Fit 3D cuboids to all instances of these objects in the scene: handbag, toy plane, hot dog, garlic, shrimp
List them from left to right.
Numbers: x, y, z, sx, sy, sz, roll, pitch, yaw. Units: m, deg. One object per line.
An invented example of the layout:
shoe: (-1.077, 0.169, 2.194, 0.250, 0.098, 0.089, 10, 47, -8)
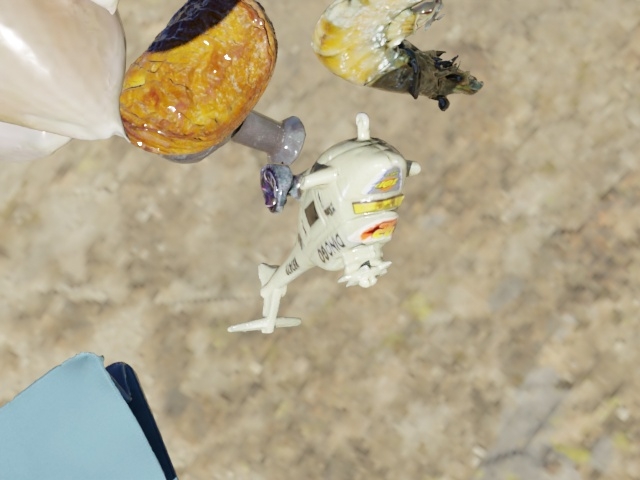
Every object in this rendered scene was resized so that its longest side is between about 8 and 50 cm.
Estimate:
garlic: (-0.195, -0.177, 0.960, 0.279, 0.132, 0.325, 131, 134, -58)
handbag: (-0.221, 0.201, 1.349, 0.221, 0.057, 0.144, -35, 68, 11)
hot dog: (-0.097, -0.125, 1.283, 0.099, 0.065, 0.147, 29, 71, 28)
toy plane: (0.000, 0.000, 1.244, 0.286, 0.092, 0.108, -40, 62, 62)
shrimp: (0.090, -0.166, 1.375, 0.150, 0.217, 0.051, -36, 61, 26)

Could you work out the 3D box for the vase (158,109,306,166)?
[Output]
vase: (-0.095, -0.123, 1.702, 0.120, 0.183, 0.120, -22, 59, 43)
